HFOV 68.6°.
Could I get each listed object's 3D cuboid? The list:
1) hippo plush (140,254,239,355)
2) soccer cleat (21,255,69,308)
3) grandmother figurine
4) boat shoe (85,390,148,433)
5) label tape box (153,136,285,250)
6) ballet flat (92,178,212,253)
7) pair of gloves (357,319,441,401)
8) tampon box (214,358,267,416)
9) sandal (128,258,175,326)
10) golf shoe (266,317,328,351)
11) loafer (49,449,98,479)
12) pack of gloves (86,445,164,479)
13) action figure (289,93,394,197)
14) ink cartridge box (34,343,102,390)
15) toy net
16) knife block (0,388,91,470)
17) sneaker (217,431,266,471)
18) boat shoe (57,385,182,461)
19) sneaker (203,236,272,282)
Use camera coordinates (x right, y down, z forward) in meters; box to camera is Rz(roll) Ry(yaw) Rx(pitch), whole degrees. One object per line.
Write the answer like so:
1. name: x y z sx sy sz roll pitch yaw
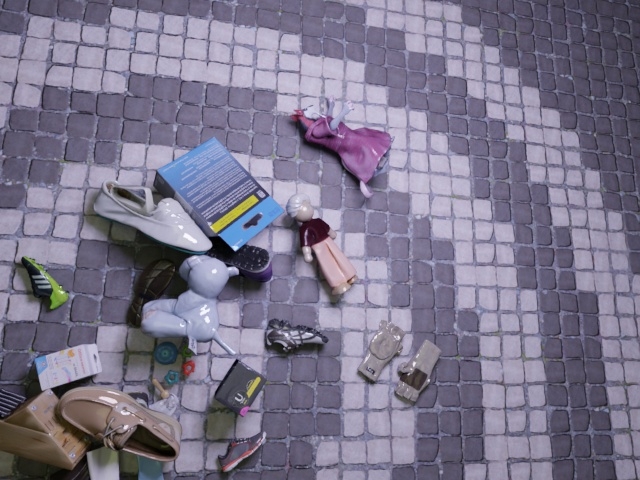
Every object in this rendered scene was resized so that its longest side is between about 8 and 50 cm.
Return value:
1. hippo plush: -0.367 0.153 1.315 0.234 0.294 0.236 10 96 -30
2. soccer cleat: -0.815 0.122 1.361 0.072 0.060 0.179 -44 92 -16
3. grandmother figurine: 0.000 0.000 1.517 0.104 0.208 0.342 -28 97 24
4. boat shoe: -0.605 0.483 1.325 0.228 0.068 0.081 -7 111 -12
5. label tape box: -0.315 -0.130 1.467 0.333 0.106 0.240 47 54 1
6. ballet flat: -0.496 -0.081 1.378 0.400 0.139 0.139 21 73 14
7. pair of gloves: 0.262 0.396 1.547 0.240 0.042 0.204 29 77 -3
8. tampon box: -0.234 0.426 1.368 0.101 0.161 0.120 34 74 -3
9. sandal: -0.510 0.155 1.425 0.090 0.060 0.219 20 89 -1
10. golf shoe: -0.075 0.311 1.481 0.198 0.077 0.094 15 86 -2
11. loafer: -0.686 0.649 1.252 0.078 0.080 0.220 46 72 -18
12. pack of gloves: -0.513 0.664 1.276 0.195 0.046 0.232 -5 77 -38
13. action figure: 0.062 -0.349 1.622 0.370 0.248 0.276 20 107 -3
14. ink cartridge box: -0.702 0.351 1.318 0.143 0.090 0.092 -16 82 -15
15. toy net: -0.438 0.420 1.388 0.122 0.045 0.232 5 78 -13
16. knife block: -0.789 0.513 1.243 0.242 0.088 0.275 -30 100 14
17. sneaker: -0.234 0.608 1.383 0.158 0.061 0.065 -35 81 -18
18. boat shoe: -0.527 0.492 1.249 0.341 0.110 0.121 28 96 -21
19. sneaker: -0.280 0.061 1.473 0.283 0.124 0.107 23 61 20
